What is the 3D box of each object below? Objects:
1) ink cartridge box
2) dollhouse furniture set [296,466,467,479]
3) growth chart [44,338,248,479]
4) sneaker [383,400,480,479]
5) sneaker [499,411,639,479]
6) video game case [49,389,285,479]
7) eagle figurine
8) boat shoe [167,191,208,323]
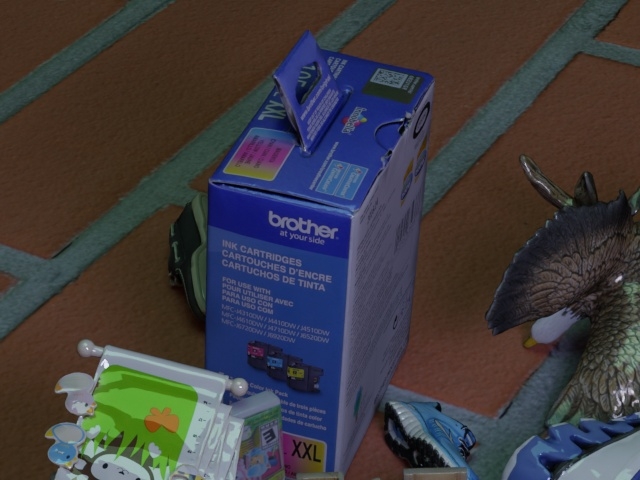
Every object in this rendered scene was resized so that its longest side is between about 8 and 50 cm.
[{"bbox_3d":[0.000,0.000,1.811,0.151,0.395,0.270,14,36,12],"label":"ink cartridge box"},{"bbox_3d":[0.055,0.295,1.634,0.161,0.101,0.182,-2,34,-1],"label":"dollhouse furniture set"},{"bbox_3d":[-0.142,0.187,1.539,0.172,0.021,0.237,8,51,-7],"label":"growth chart"},{"bbox_3d":[0.123,0.199,1.815,0.073,0.063,0.162,-11,35,-21],"label":"sneaker"},{"bbox_3d":[0.343,0.228,1.729,0.316,0.127,0.182,-22,42,-17],"label":"sneaker"},{"bbox_3d":[-0.124,0.245,1.629,0.212,0.193,0.023,-20,35,-26],"label":"video game case"},{"bbox_3d":[0.285,0.056,1.928,0.226,0.225,0.298,14,24,3],"label":"eagle figurine"},{"bbox_3d":[-0.134,0.031,2.095,0.065,0.075,0.206,-38,33,22],"label":"boat shoe"}]
